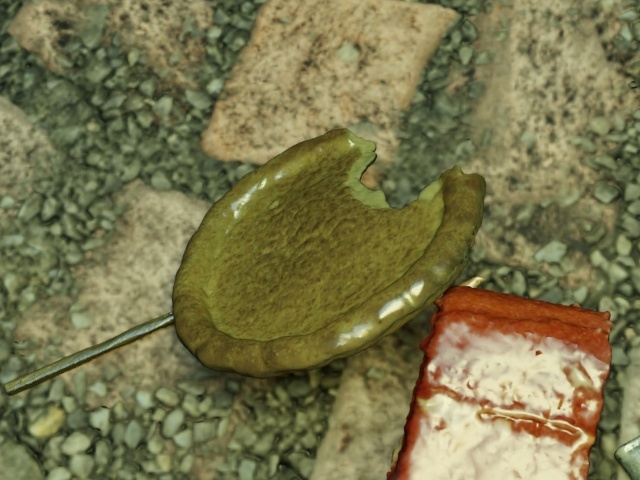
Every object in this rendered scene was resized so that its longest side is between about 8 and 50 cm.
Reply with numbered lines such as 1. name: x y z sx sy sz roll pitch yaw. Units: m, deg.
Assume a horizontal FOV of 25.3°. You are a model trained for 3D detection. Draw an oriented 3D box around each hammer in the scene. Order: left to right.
1. hammer: -0.138 0.068 1.227 0.292 0.029 0.058 -24 65 -2

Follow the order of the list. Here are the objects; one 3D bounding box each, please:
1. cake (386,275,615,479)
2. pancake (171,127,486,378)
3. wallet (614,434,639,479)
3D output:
1. cake: 0.128 0.171 1.074 0.151 0.177 0.283 9 74 10
2. pancake: 0.000 0.000 1.148 0.286 0.033 0.288 -23 35 20
3. wallet: 0.367 0.176 1.119 0.222 0.036 0.167 -29 67 -6
